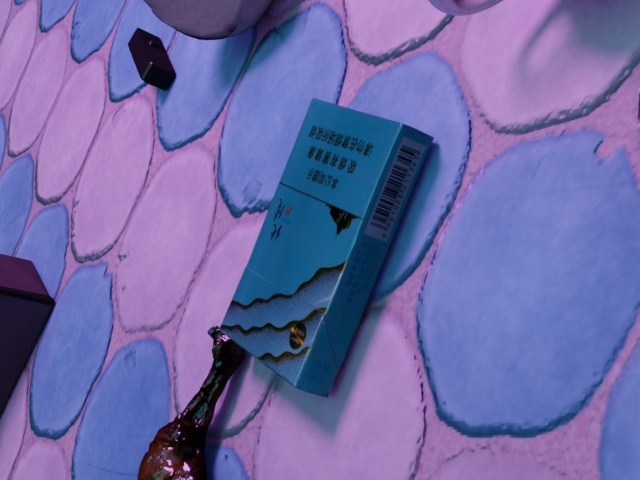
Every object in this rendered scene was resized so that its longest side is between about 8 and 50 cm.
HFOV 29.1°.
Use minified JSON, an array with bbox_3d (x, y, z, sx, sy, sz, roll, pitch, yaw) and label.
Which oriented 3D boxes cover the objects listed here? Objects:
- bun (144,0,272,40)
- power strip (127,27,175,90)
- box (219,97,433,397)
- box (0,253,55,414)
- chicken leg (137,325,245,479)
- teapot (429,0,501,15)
[{"bbox_3d":[-0.111,-0.303,1.301,0.173,0.173,0.120,-28,14,49],"label":"bun"},{"bbox_3d":[-0.208,-0.224,1.511,0.029,0.038,0.111,-56,34,20],"label":"power strip"},{"bbox_3d":[0.000,0.000,1.037,0.161,0.042,0.226,28,96,61],"label":"box"},{"bbox_3d":[-0.494,0.136,1.624,0.252,0.188,0.153,-65,33,13],"label":"box"},{"bbox_3d":[-0.118,0.201,1.105,0.106,0.051,0.253,-15,59,48],"label":"chicken leg"},{"bbox_3d":[0.166,-0.241,0.847,0.245,0.116,0.159,-48,49,29],"label":"teapot"}]
